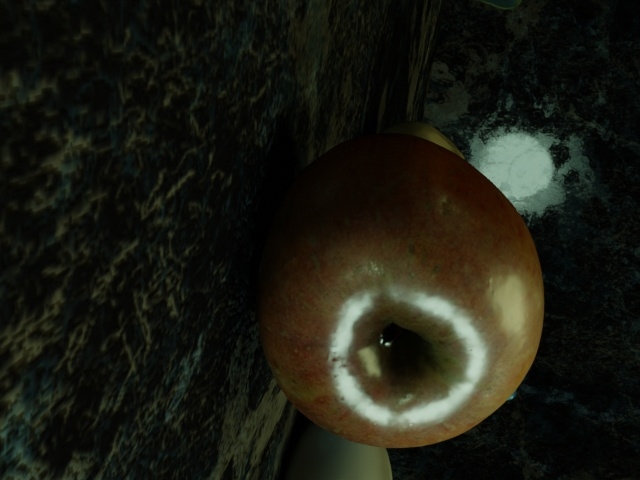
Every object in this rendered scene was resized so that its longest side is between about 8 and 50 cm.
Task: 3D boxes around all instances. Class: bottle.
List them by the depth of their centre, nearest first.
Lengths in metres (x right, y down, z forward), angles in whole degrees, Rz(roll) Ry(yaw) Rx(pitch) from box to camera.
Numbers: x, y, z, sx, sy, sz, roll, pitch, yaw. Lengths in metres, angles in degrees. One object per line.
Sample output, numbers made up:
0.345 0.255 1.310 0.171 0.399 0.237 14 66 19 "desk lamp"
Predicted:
0.029 0.290 1.087 0.236 0.147 0.147 -81 177 -51 "bottle"

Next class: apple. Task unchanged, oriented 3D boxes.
0.060 0.035 0.647 0.253 0.253 0.253 12 90 -82 "apple"

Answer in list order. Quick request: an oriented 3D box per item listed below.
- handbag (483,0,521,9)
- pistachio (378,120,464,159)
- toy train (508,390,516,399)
0.238 -0.480 1.118 0.263 0.222 0.241 -48 154 -77 "handbag"
0.132 -0.082 1.190 0.299 0.187 0.187 -68 168 -78 "pistachio"
0.127 0.117 1.055 0.300 0.265 0.188 -2 93 -80 "toy train"
